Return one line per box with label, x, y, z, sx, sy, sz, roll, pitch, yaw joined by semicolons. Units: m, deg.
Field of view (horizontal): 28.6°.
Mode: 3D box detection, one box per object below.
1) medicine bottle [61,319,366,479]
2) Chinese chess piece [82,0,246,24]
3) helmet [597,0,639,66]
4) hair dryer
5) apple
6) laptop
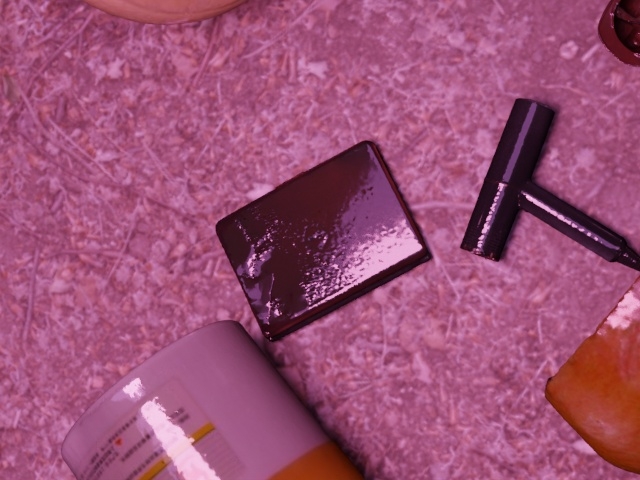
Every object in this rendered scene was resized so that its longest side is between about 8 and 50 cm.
medicine bottle;-0.111;0.239;1.296;0.238;0.238;0.232;-43;76;10
Chinese chess piece;-0.164;-0.395;1.310;0.338;0.140;0.338;-7;107;-25
helmet;0.338;-0.222;1.287;0.111;0.057;0.089;-36;82;6
hair dryer;0.264;-0.040;1.308;0.194;0.050;0.173;20;93;12
apple;0.378;0.079;1.227;0.346;0.254;0.179;-51;34;6
laptop;0.000;0.000;1.389;0.207;0.026;0.154;-29;78;11
